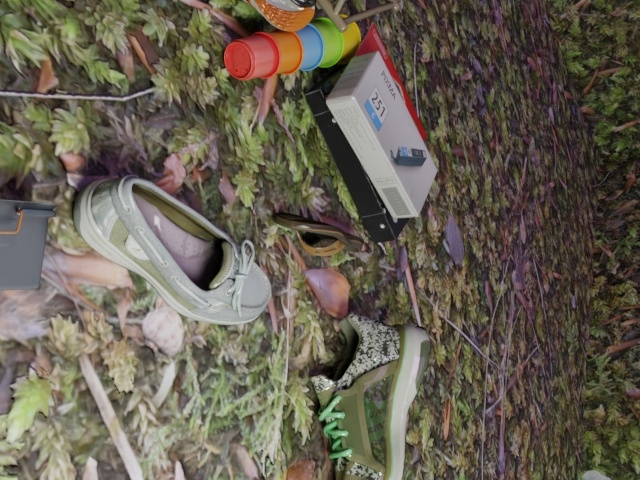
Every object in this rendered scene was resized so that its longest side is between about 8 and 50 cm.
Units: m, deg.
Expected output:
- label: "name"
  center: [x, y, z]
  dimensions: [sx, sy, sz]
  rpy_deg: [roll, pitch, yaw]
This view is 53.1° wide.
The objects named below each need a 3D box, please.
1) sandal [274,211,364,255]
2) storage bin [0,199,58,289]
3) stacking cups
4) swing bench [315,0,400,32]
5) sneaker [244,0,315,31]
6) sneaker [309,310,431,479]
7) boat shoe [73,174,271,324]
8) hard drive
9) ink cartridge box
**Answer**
- label: "sandal"
  center: [0.000, 0.000, 1.116]
  dimensions: [0.219, 0.089, 0.060]
  rpy_deg: [23, 85, -57]
- label: "storage bin"
  center: [-0.334, 0.004, 0.633]
  dimensions: [0.135, 0.098, 0.091]
  rpy_deg: [1, 91, -54]
- label: "stacking cups"
  center: [-0.046, -0.343, 1.120]
  dimensions: [0.316, 0.096, 0.096]
  rpy_deg: [-29, 105, -51]
- label: "swing bench"
  center: [0.036, -0.548, 1.196]
  dimensions: [0.254, 0.165, 0.253]
  rpy_deg: [39, 40, 9]
- label: "sneaker"
  center: [-0.132, -0.439, 1.038]
  dimensions: [0.262, 0.099, 0.121]
  rpy_deg: [34, 14, -27]
- label: "sneaker"
  center: [0.046, 0.299, 1.081]
  dimensions: [0.182, 0.158, 0.411]
  rpy_deg: [27, 57, -12]
- label: "boat shoe"
  center: [-0.166, 0.020, 0.842]
  dimensions: [0.320, 0.103, 0.118]
  rpy_deg: [43, 49, -40]
- label: "hard drive"
  center: [0.106, -0.196, 1.312]
  dimensions: [0.237, 0.064, 0.339]
  rpy_deg: [-53, 124, -46]
- label: "ink cartridge box"
  center: [0.145, -0.236, 1.240]
  dimensions: [0.296, 0.066, 0.261]
  rpy_deg: [55, 46, -35]
